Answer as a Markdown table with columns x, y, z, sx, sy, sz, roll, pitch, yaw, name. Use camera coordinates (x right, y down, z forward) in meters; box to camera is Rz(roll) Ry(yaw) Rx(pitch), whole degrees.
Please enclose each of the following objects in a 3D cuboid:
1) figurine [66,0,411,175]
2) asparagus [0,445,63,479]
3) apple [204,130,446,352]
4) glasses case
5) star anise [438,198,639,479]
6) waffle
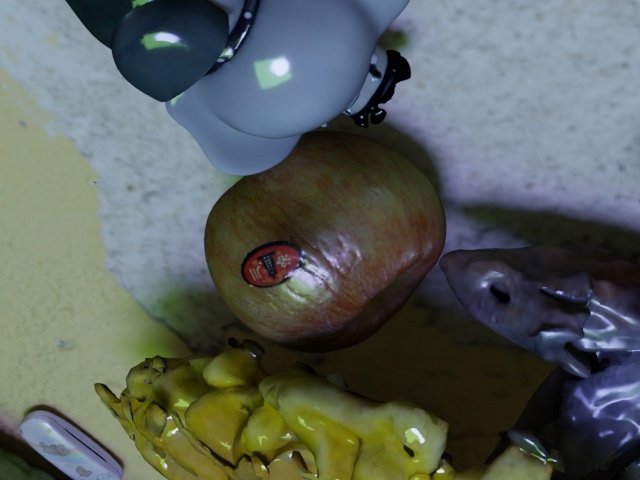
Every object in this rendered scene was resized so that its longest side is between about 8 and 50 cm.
| x | y | z | sx | sy | sz | roll | pitch | yaw | name |
| --- | --- | --- | --- | --- | --- | --- | --- | --- | --- |
| -0.038 | -0.107 | 0.723 | 0.192 | 0.126 | 0.147 | 26 | 126 | -31 | figurine |
| -0.271 | 0.174 | 1.063 | 0.382 | 0.108 | 0.128 | 35 | 153 | -15 | asparagus |
| 0.002 | -0.001 | 0.814 | 0.102 | 0.126 | 0.126 | 47 | 137 | 19 | apple |
| -0.173 | 0.147 | 1.066 | 0.032 | 0.021 | 0.083 | -29 | 119 | 34 | glasses case |
| 0.190 | 0.051 | 0.798 | 0.258 | 0.110 | 0.198 | -20 | 125 | 12 | star anise |
| 0.055 | 0.183 | 0.889 | 0.382 | 0.095 | 0.380 | 44 | 158 | -30 | waffle |
